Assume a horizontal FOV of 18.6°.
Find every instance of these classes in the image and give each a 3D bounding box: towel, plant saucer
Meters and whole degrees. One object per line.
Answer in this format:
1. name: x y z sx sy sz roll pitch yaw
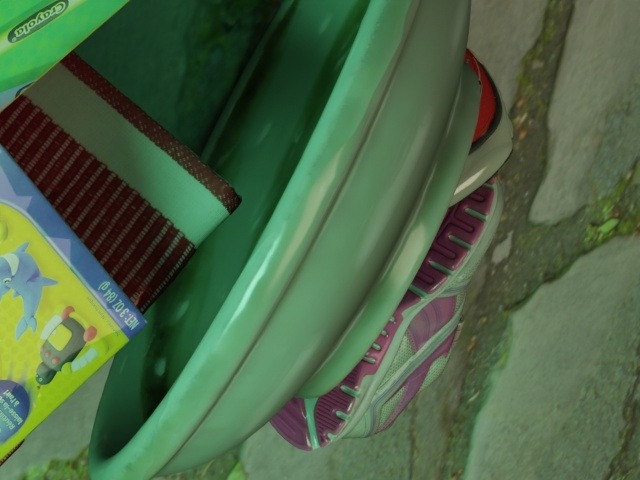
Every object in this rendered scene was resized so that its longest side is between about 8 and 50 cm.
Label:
1. towel: -0.234 0.021 0.990 0.329 0.237 0.037 -47 168 -10
2. plant saucer: -0.003 -0.026 1.107 0.100 0.400 0.400 26 102 -11

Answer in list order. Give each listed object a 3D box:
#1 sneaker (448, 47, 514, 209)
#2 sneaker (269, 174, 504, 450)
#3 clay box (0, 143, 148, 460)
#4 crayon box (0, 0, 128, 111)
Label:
1. sneaker: 0.009 -0.041 1.351 0.279 0.107 0.118 -44 125 -18
2. sneaker: 0.059 0.046 1.465 0.252 0.103 0.111 -55 149 13
3. clay box: -0.202 0.065 0.899 0.222 0.053 0.127 -44 124 -11
4. crayon box: -0.201 -0.135 0.949 0.278 0.165 0.081 -43 143 -14
